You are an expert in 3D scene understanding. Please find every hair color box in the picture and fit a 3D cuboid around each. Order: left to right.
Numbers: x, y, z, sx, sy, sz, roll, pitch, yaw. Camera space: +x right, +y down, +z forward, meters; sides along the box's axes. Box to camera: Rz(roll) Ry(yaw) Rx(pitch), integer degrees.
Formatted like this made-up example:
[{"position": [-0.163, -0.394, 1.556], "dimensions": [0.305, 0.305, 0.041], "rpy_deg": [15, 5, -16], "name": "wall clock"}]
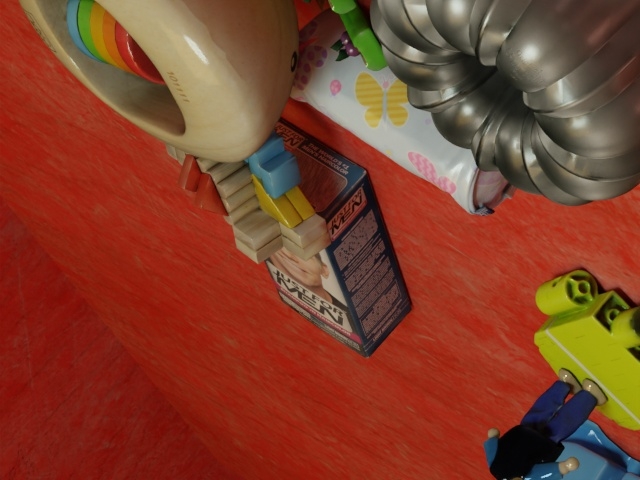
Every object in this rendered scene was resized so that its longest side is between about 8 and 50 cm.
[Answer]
[{"position": [0.000, 0.000, 2.342], "dimensions": [0.174, 0.105, 0.347], "rpy_deg": [32, 160, 29], "name": "hair color box"}]

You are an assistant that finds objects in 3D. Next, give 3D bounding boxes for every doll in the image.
[{"position": [0.248, 0.235, 2.014], "dimensions": [0.129, 0.189, 0.046], "rpy_deg": [23, 154, 45], "name": "doll"}]

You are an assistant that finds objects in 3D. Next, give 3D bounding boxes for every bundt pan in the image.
[{"position": [0.173, -0.156, 1.541], "dimensions": [0.331, 0.124, 0.331], "rpy_deg": [39, 164, 14], "name": "bundt pan"}]

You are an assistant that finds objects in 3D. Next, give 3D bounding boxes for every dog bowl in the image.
[{"position": [0.369, 0.342, 2.273], "dimensions": [0.297, 0.166, 0.074], "rpy_deg": [26, 169, 42], "name": "dog bowl"}]

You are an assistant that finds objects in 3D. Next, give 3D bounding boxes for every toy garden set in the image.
[{"position": [-0.029, -0.287, 1.662], "dimensions": [0.244, 0.049, 0.204], "rpy_deg": [57, -173, -28], "name": "toy garden set"}]

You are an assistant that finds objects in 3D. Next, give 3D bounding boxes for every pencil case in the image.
[{"position": [0.091, -0.135, 1.797], "dimensions": [0.273, 0.113, 0.124], "rpy_deg": [34, -170, 25], "name": "pencil case"}]

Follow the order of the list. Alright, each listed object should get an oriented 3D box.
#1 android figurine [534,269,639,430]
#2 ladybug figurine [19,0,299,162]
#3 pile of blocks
[{"position": [0.342, 0.136, 1.991], "dimensions": [0.248, 0.056, 0.273], "rpy_deg": [43, 163, -3], "name": "android figurine"}, {"position": [-0.167, -0.237, 1.812], "dimensions": [0.449, 0.162, 0.305], "rpy_deg": [28, 155, 50], "name": "ladybug figurine"}, {"position": [-0.131, -0.118, 2.097], "dimensions": [0.362, 0.112, 0.149], "rpy_deg": [52, 156, 6], "name": "pile of blocks"}]
